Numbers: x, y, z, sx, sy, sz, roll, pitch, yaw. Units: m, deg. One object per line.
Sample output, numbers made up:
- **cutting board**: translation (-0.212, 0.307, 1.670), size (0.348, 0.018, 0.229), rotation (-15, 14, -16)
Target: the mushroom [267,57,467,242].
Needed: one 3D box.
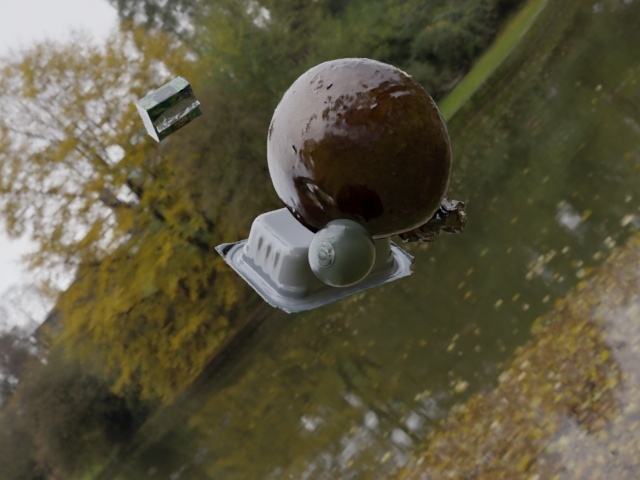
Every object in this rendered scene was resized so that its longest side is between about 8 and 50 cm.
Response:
- **mushroom**: translation (0.104, -0.144, 1.508), size (0.356, 0.334, 0.331), rotation (-11, 2, -25)

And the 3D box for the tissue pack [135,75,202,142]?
- **tissue pack**: translation (-0.304, -0.264, 1.819), size (0.111, 0.079, 0.085), rotation (-36, -46, -19)

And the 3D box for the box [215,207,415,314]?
- **box**: translation (0.000, 0.000, 1.751), size (0.337, 0.264, 0.106), rotation (-16, -52, -33)

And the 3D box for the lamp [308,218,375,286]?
- **lamp**: translation (0.033, 0.019, 1.367), size (0.105, 0.105, 0.105), rotation (-48, 2, 3)
